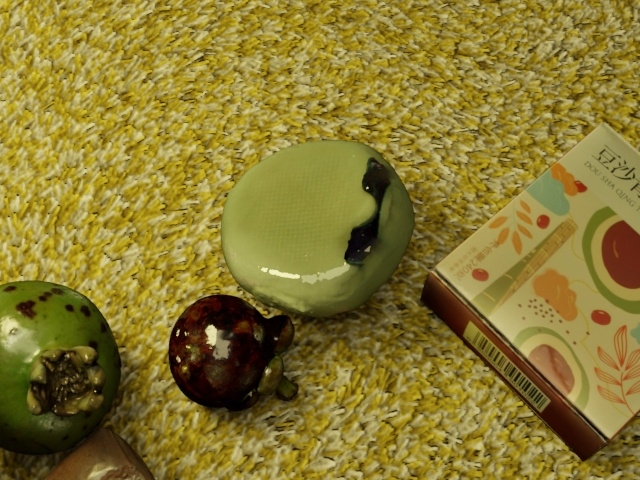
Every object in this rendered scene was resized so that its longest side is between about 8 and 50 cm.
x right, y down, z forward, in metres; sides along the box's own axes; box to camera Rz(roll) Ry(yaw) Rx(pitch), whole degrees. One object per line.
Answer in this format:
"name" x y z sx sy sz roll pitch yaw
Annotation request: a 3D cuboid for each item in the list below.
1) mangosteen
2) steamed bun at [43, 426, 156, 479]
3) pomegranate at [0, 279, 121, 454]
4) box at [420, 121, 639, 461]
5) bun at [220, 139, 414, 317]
"mangosteen" -0.128 0.157 1.448 0.184 0.172 0.172 -9 66 -24
"steamed bun" -0.289 0.358 1.368 0.145 0.106 0.175 -39 90 -14
"pomegranate" -0.380 0.157 1.353 0.242 0.306 0.242 7 67 -16
"box" 0.408 0.069 1.509 0.385 0.122 0.344 -39 72 -16
"bun" 0.000 0.000 1.499 0.293 0.187 0.293 -8 51 10
